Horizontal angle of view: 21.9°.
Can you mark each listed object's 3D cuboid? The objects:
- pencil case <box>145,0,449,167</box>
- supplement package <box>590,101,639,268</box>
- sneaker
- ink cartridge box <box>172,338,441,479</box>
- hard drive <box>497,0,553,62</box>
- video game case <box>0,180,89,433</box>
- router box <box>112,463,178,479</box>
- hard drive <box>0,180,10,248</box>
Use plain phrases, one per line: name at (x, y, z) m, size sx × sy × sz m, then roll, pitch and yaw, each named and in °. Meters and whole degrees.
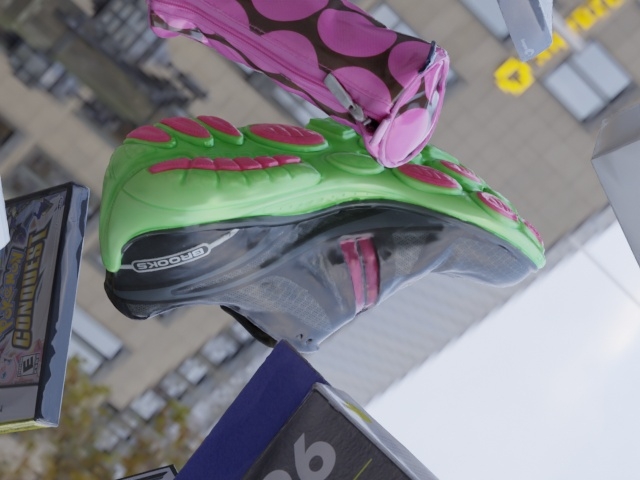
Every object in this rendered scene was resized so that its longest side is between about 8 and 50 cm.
pencil case at (-0.019, -0.129, 1.069) m, size 0.098 × 0.209 × 0.095 m, roll -40°, pitch 152°, yaw -46°
supplement package at (0.446, -0.081, 2.003) m, size 0.175 × 0.177 × 0.293 m, roll -23°, pitch -173°, yaw 16°
sneaker at (0.000, 0.000, 1.577) m, size 0.185 × 0.483 × 0.202 m, roll 51°, pitch -51°, yaw 49°
ink cartridge box at (-0.041, 0.249, 1.021) m, size 0.307 × 0.072 × 0.303 m, roll 39°, pitch -87°, yaw 38°
hard drive at (0.247, -0.367, 2.093) m, size 0.054 × 0.255 × 0.172 m, roll -7°, pitch -128°, yaw 19°
video game case at (-0.368, 0.085, 1.869) m, size 0.248 × 0.035 × 0.275 m, roll -12°, pitch -115°, yaw 41°
router box at (-0.125, 0.408, 1.562) m, size 0.081 × 0.309 × 0.243 m, roll -14°, pitch -149°, yaw -19°
hard drive at (-0.399, -0.135, 1.602) m, size 0.040 × 0.203 × 0.307 m, roll -46°, pitch 157°, yaw -31°
